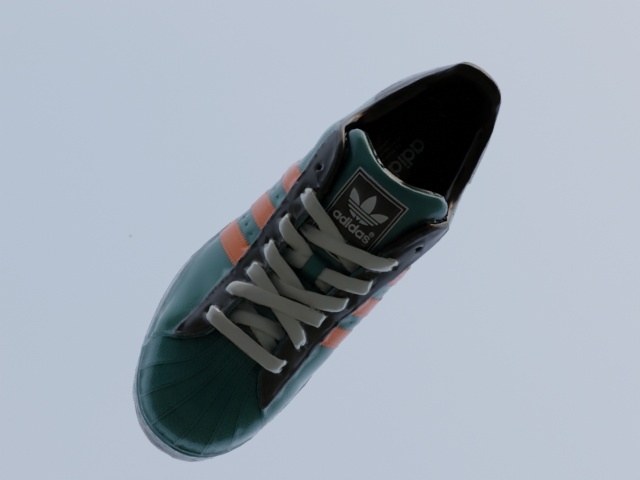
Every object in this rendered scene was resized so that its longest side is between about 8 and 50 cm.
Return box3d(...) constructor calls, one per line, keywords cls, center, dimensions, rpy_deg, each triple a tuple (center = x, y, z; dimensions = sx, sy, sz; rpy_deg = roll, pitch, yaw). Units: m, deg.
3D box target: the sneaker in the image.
box3d(cls="sneaker", center=(0.000, 0.000, 0.876), dimensions=(0.108, 0.121, 0.302), rpy_deg=(40, -111, -3))
